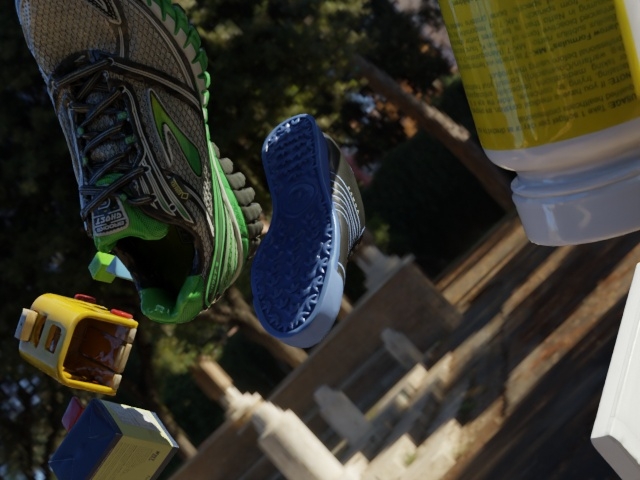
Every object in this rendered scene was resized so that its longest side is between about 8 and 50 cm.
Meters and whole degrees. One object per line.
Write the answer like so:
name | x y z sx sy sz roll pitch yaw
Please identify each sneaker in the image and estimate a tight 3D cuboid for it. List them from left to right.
sneaker | -0.154 -0.079 0.856 0.134 0.343 0.146 -12 30 24
sneaker | 0.000 0.000 0.826 0.081 0.090 0.232 -22 44 24

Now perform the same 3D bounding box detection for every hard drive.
hard drive | 0.450 0.199 1.314 0.040 0.203 0.307 -22 28 44

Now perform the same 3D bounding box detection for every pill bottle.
pill bottle | 0.135 -0.110 0.567 0.119 0.208 0.119 -18 12 4

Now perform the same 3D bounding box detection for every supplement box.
supplement box | -0.201 0.209 0.983 0.083 0.056 0.083 26 -77 -47

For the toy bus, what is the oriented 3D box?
toy bus | -0.307 0.112 1.202 0.104 0.191 0.202 20 -51 -39
